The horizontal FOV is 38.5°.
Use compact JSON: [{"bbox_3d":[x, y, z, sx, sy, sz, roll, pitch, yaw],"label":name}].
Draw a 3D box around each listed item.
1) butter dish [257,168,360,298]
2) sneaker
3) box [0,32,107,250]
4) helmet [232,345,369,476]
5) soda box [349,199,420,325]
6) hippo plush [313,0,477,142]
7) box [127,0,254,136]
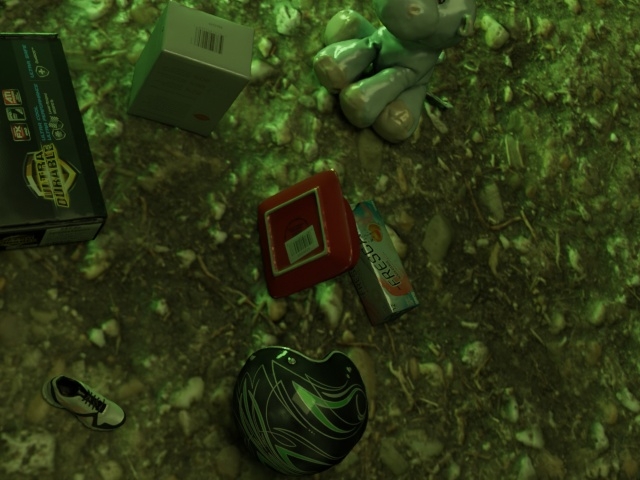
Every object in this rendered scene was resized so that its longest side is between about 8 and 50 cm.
[{"bbox_3d":[0.000,0.000,1.340,0.118,0.160,0.160,19,55,-49],"label":"butter dish"},{"bbox_3d":[-0.286,0.199,1.119,0.109,0.043,0.040,29,53,-17],"label":"sneaker"},{"bbox_3d":[-0.452,-0.128,1.170,0.293,0.073,0.296,-6,69,-33],"label":"box"},{"bbox_3d":[-0.032,0.219,1.184,0.161,0.169,0.169,0,65,-48],"label":"helmet"},{"bbox_3d":[0.080,0.033,1.403,0.058,0.063,0.183,-15,75,-35],"label":"soda box"},{"bbox_3d":[0.158,-0.312,1.513,0.294,0.236,0.234,10,62,-26],"label":"hippo plush"},{"bbox_3d":[-0.188,-0.242,1.316,0.130,0.170,0.091,15,61,-24],"label":"box"}]
